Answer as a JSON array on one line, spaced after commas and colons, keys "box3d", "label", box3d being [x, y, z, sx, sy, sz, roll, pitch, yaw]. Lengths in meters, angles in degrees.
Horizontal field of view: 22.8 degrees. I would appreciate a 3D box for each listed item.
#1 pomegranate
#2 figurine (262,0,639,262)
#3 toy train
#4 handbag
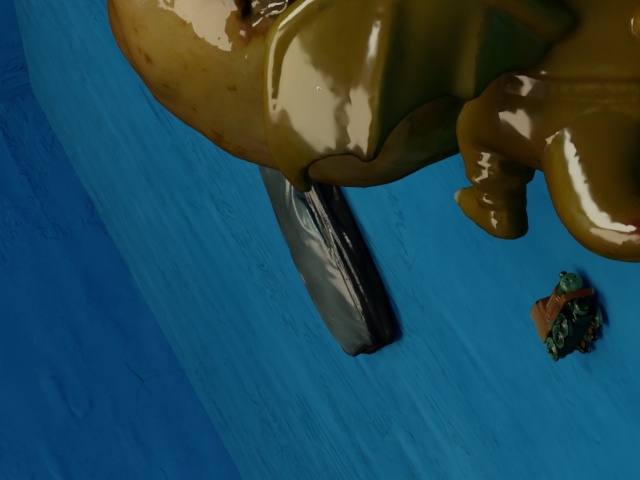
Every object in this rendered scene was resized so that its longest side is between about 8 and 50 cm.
[{"box3d": [0.027, -0.233, 1.265, 0.410, 0.410, 0.410, 57, 160, 34], "label": "pomegranate"}, {"box3d": [0.194, -0.173, 0.940, 0.401, 0.268, 0.387, 9, 113, 24], "label": "figurine"}, {"box3d": [0.229, 0.070, 1.482, 0.103, 0.044, 0.064, 101, 155, -62], "label": "toy train"}, {"box3d": [-0.001, -0.003, 2.083, 0.332, 0.075, 0.191, 64, 167, 5], "label": "handbag"}]
